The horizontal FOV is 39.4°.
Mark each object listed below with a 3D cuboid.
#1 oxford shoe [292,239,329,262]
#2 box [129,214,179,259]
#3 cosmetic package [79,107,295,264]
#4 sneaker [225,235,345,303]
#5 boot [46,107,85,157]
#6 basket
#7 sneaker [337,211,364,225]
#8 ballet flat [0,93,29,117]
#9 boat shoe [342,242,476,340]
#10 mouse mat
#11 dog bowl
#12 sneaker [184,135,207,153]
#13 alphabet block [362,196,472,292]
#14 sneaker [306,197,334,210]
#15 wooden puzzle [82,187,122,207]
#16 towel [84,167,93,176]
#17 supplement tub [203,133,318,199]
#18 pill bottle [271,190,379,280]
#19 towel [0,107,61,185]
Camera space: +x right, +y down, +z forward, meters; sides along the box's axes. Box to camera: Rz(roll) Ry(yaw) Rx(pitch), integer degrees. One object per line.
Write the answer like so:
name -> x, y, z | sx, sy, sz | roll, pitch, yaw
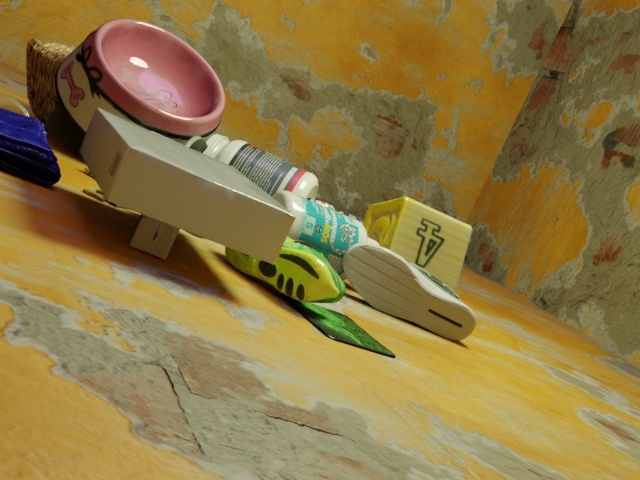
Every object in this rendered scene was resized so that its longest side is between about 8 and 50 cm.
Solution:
oxford shoe -> -0.074, 0.028, 1.797 | 0.212, 0.076, 0.076 | 22, -6, -33
box -> -0.280, -0.037, 1.551 | 0.063, 0.067, 0.324 | 24, 8, -12
cosmetic package -> -0.236, -0.099, 1.496 | 0.284, 0.097, 0.377 | 20, 8, -25
sneaker -> -0.069, 0.041, 1.606 | 0.295, 0.109, 0.123 | 36, 3, 43
boot -> -0.509, -0.218, 2.120 | 0.305, 0.112, 0.115 | 23, -17, -25
basket -> -0.602, -0.371, 2.311 | 0.299, 0.213, 0.223 | 1, 24, -45
sneaker -> 0.132, 0.012, 2.397 | 0.315, 0.127, 0.182 | 28, 1, -11
ballet flat -> -0.723, -0.285, 1.929 | 0.232, 0.080, 0.073 | 26, 34, 31
boat shoe -> 0.182, 0.108, 1.931 | 0.335, 0.121, 0.119 | 34, 8, -16
mouse mat -> 0.028, 0.144, 1.525 | 0.152, 0.007, 0.189 | 21, 7, -34
dog bowl -> -0.404, -0.354, 2.107 | 0.408, 0.150, 0.408 | 27, 36, -21
sneaker -> -0.270, -0.144, 1.961 | 0.118, 0.083, 0.222 | 34, 31, -7
alphabet block -> 0.211, 0.026, 2.116 | 0.197, 0.193, 0.192 | 22, -15, -21
sneaker -> -0.014, -0.023, 2.046 | 0.075, 0.161, 0.057 | 11, 35, -11
wooden puzzle -> -0.395, -0.082, 1.702 | 0.078, 0.014, 0.116 | 27, 6, 15
towel -> -0.313, -0.082, 1.911 | 0.325, 0.038, 0.248 | 28, 6, 22
supplement tub -> -0.160, -0.121, 2.115 | 0.272, 0.191, 0.191 | 26, 7, 7
pill bottle -> 0.000, 0.000, 1.944 | 0.264, 0.146, 0.146 | 21, 7, -29
towel -> -0.591, -0.198, 1.622 | 0.227, 0.076, 0.308 | 23, 7, -27
